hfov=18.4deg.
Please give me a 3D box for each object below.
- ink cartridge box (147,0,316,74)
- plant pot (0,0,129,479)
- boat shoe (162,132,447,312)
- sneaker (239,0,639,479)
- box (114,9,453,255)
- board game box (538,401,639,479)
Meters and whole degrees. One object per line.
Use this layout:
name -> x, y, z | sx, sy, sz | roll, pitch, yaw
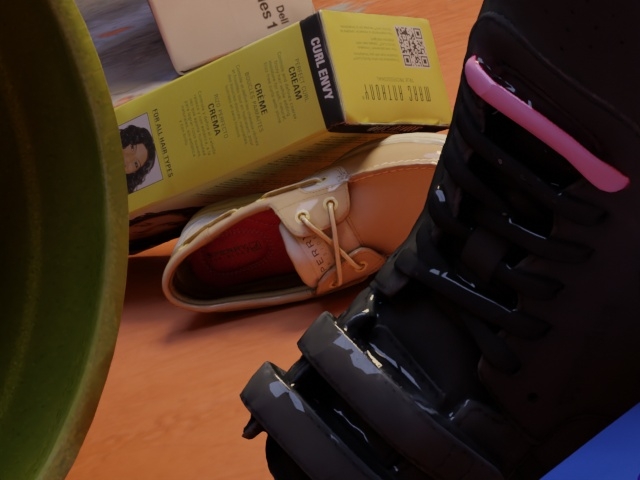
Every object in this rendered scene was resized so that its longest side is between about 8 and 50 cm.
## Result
ink cartridge box -> -0.102, -0.263, 1.535 | 0.117, 0.201, 0.278 | -21, 19, -2
plant pot -> -0.311, 0.004, 0.822 | 0.366, 0.366, 0.353 | -28, 8, -24
boat shoe -> 0.000, 0.000, 0.907 | 0.170, 0.063, 0.059 | -19, 18, 31
sneaker -> 0.050, 0.015, 0.557 | 0.147, 0.296, 0.104 | -37, 64, -19
box -> -0.051, -0.047, 0.977 | 0.232, 0.058, 0.087 | -22, -12, 40
board game box -> 0.138, 0.101, 0.435 | 0.347, 0.078, 0.233 | -31, 21, -32
